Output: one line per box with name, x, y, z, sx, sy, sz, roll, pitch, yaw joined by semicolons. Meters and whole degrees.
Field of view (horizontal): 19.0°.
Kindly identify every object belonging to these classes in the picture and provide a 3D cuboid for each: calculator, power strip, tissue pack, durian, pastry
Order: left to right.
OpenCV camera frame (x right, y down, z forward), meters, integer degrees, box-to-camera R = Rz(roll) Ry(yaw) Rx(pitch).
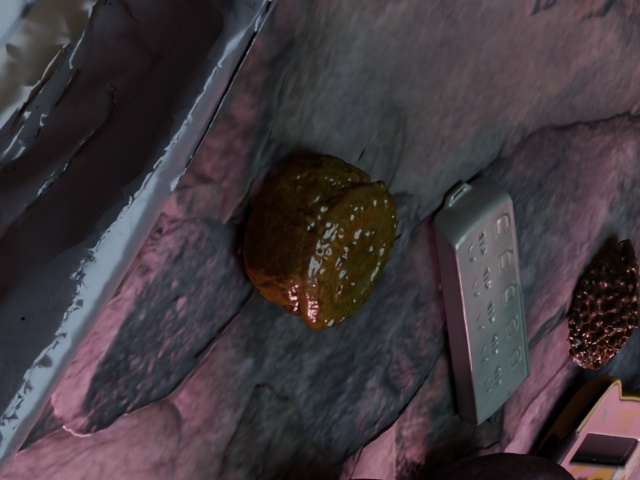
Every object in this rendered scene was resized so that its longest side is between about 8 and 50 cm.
tissue pack;-0.157;-0.036;0.755;0.305;0.238;0.238;-59;147;-1
pastry;0.000;0.000;1.145;0.097;0.057;0.109;-45;147;-29
power strip;0.116;0.056;1.363;0.060;0.027;0.253;-41;143;-25
calculator;0.205;0.215;1.604;0.157;0.033;0.236;15;105;-57
durian;0.220;0.056;1.505;0.066;0.052;0.130;-80;180;-57

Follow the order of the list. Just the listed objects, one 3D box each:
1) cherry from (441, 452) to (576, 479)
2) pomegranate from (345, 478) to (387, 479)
cherry;0.132;0.242;1.419;0.140;0.176;0.176;9;109;-31
pomegranate;0.012;0.257;1.275;0.198;0.246;0.198;-5;90;-76
